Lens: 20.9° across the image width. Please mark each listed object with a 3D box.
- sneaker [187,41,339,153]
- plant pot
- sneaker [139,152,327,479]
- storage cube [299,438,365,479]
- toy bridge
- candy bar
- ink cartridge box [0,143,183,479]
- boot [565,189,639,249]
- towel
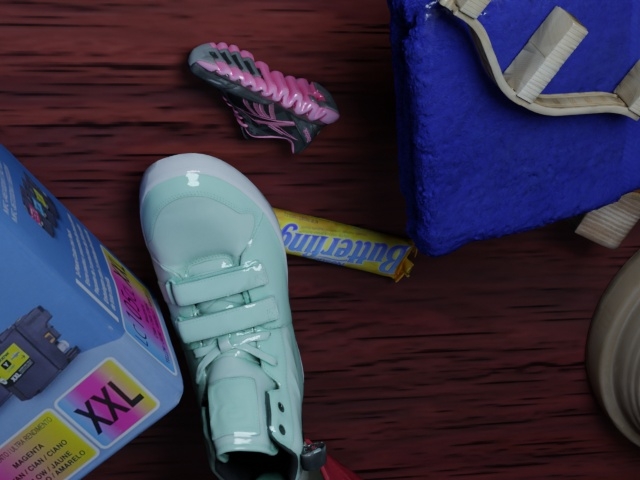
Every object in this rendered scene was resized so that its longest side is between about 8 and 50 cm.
[{"bbox_3d":[-0.046,-0.096,1.214,0.119,0.047,0.057,24,120,-27],"label":"sneaker"},{"bbox_3d":[0.346,0.097,1.415,0.237,0.109,0.237,-8,120,-13],"label":"plant pot"},{"bbox_3d":[-0.059,0.068,1.225,0.094,0.151,0.256,-16,125,6],"label":"sneaker"},{"bbox_3d":[0.008,0.314,1.382,0.215,0.183,0.193,-45,124,9],"label":"storage cube"},{"bbox_3d":[0.138,-0.114,1.080,0.188,0.026,0.063,23,114,-39],"label":"toy bridge"},{"bbox_3d":[0.000,0.000,1.296,0.161,0.018,0.040,13,114,-24],"label":"candy bar"},{"bbox_3d":[-0.319,0.030,1.132,0.270,0.151,0.395,-39,122,5],"label":"ink cartridge box"},{"bbox_3d":[0.183,-0.094,1.281,0.197,0.073,0.152,21,104,-28],"label":"boot"},{"bbox_3d":[0.189,-0.125,1.171,0.308,0.076,0.227,-19,131,-14],"label":"towel"}]
